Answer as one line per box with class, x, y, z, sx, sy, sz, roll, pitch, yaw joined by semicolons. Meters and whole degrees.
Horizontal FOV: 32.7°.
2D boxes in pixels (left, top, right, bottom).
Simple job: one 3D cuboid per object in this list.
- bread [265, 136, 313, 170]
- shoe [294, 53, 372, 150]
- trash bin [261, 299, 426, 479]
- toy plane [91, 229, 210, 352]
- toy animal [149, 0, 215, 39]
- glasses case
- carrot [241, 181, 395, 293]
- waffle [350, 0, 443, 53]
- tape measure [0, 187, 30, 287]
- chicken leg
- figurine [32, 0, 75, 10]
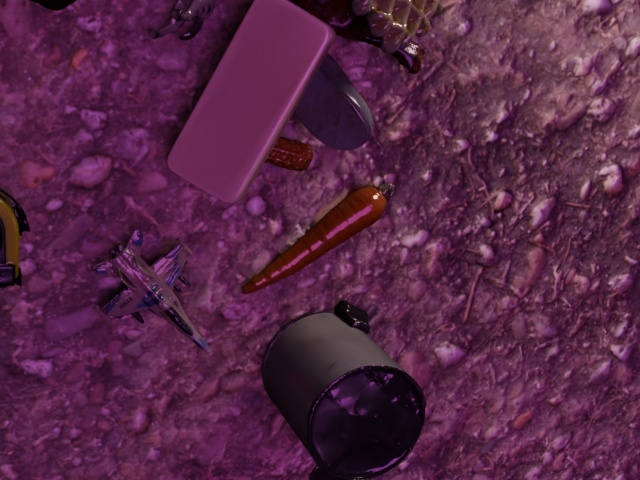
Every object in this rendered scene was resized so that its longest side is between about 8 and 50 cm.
bread;-0.086;-0.156;1.879;0.157;0.044;0.052;11;107;-23
shoe;-0.005;-0.264;1.855;0.103;0.100;0.251;-39;98;24
trash bin;0.035;0.271;1.935;0.217;0.262;0.277;26;95;-26
toy plane;-0.273;0.101;1.869;0.192;0.088;0.262;-38;126;-1
toy animal;-0.190;-0.426;1.736;0.176;0.073;0.217;-27;137;-50
glasses case;-0.114;-0.232;1.782;0.144;0.076;0.336;32;101;2
carrot;0.000;0.000;1.952;0.336;0.069;0.069;-37;115;-4
waffle;0.127;-0.467;1.780;0.309;0.056;0.292;-45;125;-48
tape measure;-0.558;-0.016;1.703;0.199;0.112;0.186;-3;114;-26
chicken leg;0.038;-0.420;1.819;0.158;0.096;0.407;-36;123;4
figurine;-0.341;-0.408;1.532;0.168;0.315;0.187;31;117;-10
